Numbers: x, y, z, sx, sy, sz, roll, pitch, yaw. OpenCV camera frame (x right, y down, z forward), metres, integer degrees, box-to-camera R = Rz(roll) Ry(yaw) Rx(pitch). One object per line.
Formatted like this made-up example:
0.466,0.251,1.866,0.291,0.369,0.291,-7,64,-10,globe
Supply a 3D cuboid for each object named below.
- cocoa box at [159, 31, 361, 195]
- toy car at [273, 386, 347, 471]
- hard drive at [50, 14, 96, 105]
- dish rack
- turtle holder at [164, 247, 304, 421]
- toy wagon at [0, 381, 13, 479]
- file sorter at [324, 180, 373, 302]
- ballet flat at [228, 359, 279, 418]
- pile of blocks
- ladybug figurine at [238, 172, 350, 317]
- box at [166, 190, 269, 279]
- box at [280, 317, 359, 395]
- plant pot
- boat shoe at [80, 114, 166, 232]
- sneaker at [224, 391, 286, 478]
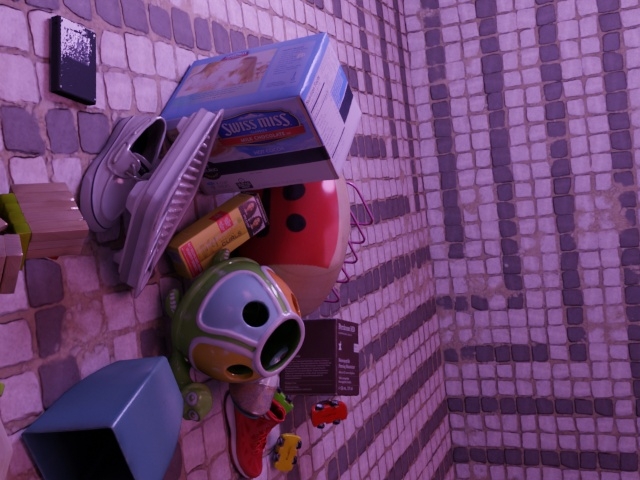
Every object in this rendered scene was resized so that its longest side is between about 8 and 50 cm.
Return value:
-0.125,-0.270,1.499,0.228,0.347,0.231,61,34,-41,cocoa box
-0.078,0.441,1.755,0.225,0.239,0.053,50,-8,-19,toy car
-0.435,-0.315,1.217,0.094,0.022,0.135,12,74,-65,hard drive
-0.291,-0.083,1.295,0.285,0.072,0.332,119,-6,-46,dish rack
-0.181,0.184,1.390,0.320,0.228,0.243,-27,129,-41,turtle holder
-0.531,0.274,0.834,0.344,0.068,0.267,45,45,-54,toy wagon
0.000,0.000,1.859,0.202,0.182,0.290,57,47,-43,file sorter
-0.139,0.286,1.554,0.106,0.108,0.316,-61,-171,9,ballet flat
-0.492,0.030,0.958,0.362,0.149,0.112,-38,163,-52,pile of blocks
-0.081,-0.040,1.635,0.162,0.305,0.448,26,58,-47,ladybug figurine
-0.221,-0.016,1.486,0.232,0.058,0.087,-37,123,-33,box
0.001,0.322,1.880,0.168,0.167,0.203,25,63,-63,box
-0.337,0.307,1.158,0.234,0.166,0.165,-64,142,-62,plant pot
-0.355,-0.131,1.277,0.096,0.088,0.267,61,33,-42,boat shoe
-0.140,0.452,1.589,0.087,0.128,0.221,-39,120,-61,sneaker
